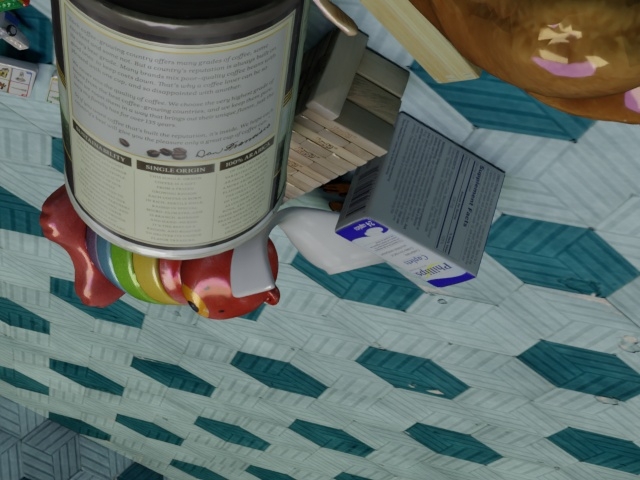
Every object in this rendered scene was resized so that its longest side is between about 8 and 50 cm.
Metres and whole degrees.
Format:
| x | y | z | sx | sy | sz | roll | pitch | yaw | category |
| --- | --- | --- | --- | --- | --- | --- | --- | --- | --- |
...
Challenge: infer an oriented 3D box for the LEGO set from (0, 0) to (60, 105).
| x | y | z | sx | sy | sz | roll | pitch | yaw | category |
| --- | --- | --- | --- | --- | --- | --- | --- | --- | --- |
| -0.318 | -0.221 | 1.264 | 0.182 | 0.060 | 0.244 | 12 | 161 | -15 | LEGO set |

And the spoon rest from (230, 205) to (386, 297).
| x | y | z | sx | sy | sz | roll | pitch | yaw | category |
| --- | --- | --- | --- | --- | --- | --- | --- | --- | --- |
| 0.000 | 0.000 | 1.327 | 0.137 | 0.084 | 0.276 | -14 | 179 | 35 | spoon rest |

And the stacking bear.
| x | y | z | sx | sy | sz | roll | pitch | yaw | category |
| --- | --- | --- | --- | --- | --- | --- | --- | --- | --- |
| -0.170 | 0.013 | 1.421 | 0.289 | 0.164 | 0.175 | 17 | 139 | 42 | stacking bear |

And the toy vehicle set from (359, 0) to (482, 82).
| x | y | z | sx | sy | sz | roll | pitch | yaw | category |
| --- | --- | --- | --- | --- | --- | --- | --- | --- | --- |
| 0.039 | -0.241 | 0.744 | 0.035 | 0.166 | 0.267 | -2 | 150 | 43 | toy vehicle set |

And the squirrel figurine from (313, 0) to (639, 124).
| x | y | z | sx | sy | sz | roll | pitch | yaw | category |
| --- | --- | --- | --- | --- | --- | --- | --- | --- | --- |
| 0.045 | -0.210 | 0.541 | 0.370 | 0.397 | 0.281 | 2 | 129 | -27 | squirrel figurine |

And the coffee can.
| x | y | z | sx | sy | sz | roll | pitch | yaw | category |
| --- | --- | --- | --- | --- | --- | --- | --- | --- | --- |
| -0.114 | -0.143 | 0.961 | 0.202 | 0.201 | 0.275 | 17 | 143 | 5 | coffee can |

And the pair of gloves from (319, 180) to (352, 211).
| x | y | z | sx | sy | sz | roll | pitch | yaw | category |
| --- | --- | --- | --- | --- | --- | --- | --- | --- | --- |
| 0.037 | -0.047 | 1.391 | 0.074 | 0.010 | 0.083 | 8 | 156 | 25 | pair of gloves |

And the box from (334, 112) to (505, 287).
| x | y | z | sx | sy | sz | roll | pitch | yaw | category |
| --- | --- | --- | --- | --- | --- | --- | --- | --- | --- |
| 0.102 | -0.038 | 1.208 | 0.137 | 0.126 | 0.072 | 28 | 155 | -20 | box |

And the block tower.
| x | y | z | sx | sy | sz | roll | pitch | yaw | category |
| --- | --- | --- | --- | --- | --- | --- | --- | --- | --- |
| -0.036 | -0.105 | 1.213 | 0.097 | 0.091 | 0.335 | 27 | 157 | -20 | block tower |
